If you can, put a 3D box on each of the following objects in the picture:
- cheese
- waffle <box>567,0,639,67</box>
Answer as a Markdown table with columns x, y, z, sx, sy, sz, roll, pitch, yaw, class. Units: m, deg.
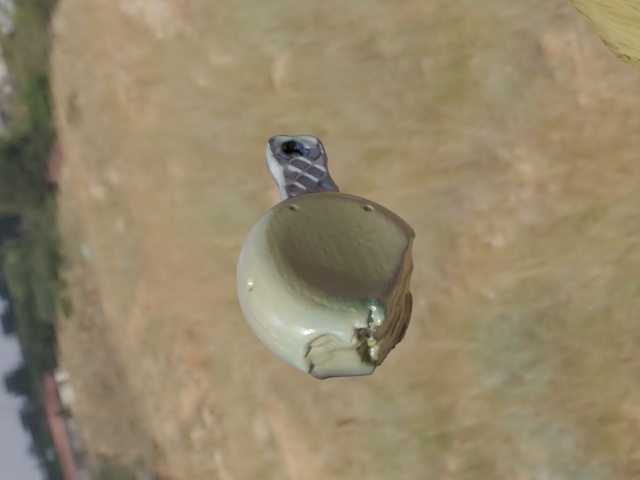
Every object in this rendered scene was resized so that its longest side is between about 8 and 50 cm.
| x | y | z | sx | sy | sz | roll | pitch | yaw | class |
| --- | --- | --- | --- | --- | --- | --- | --- | --- | --- |
| 0.007 | 0.002 | 0.947 | 0.171 | 0.092 | 0.047 | -79 | 2 | -52 | cheese |
| 0.092 | -0.134 | 0.405 | 0.057 | 0.168 | 0.274 | 30 | -176 | 25 | waffle |
